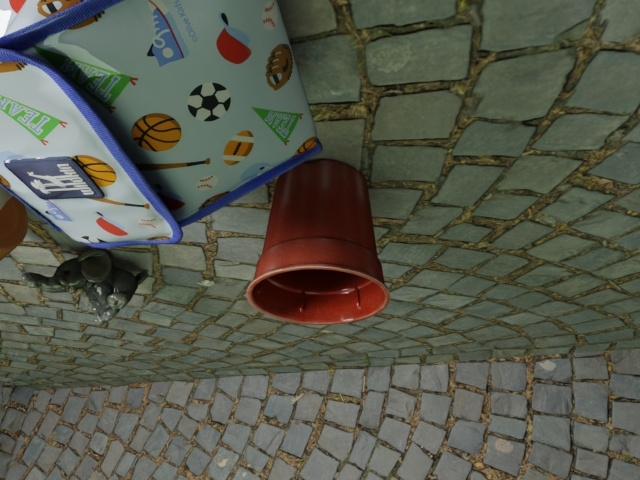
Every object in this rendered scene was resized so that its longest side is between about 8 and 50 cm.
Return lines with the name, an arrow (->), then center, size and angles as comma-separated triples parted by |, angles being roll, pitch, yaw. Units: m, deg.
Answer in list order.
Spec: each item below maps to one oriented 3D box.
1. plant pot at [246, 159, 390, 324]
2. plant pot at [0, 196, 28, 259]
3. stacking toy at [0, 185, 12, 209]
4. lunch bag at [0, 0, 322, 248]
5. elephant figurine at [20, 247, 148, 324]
plant pot -> 0.000, 0.000, 0.944 | 0.272, 0.265, 0.272 | 1, 149, 1
plant pot -> -0.753, -0.035, 0.938 | 0.203, 0.291, 0.291 | -22, 145, 8
stacking toy -> -0.649, -0.246, 0.609 | 0.480, 0.351, 0.350 | 29, 144, -8
lunch bag -> -0.224, -0.172, 0.564 | 0.385, 0.239, 0.328 | -28, 146, -6
elephant figurine -> -0.637, 0.101, 1.275 | 0.169, 0.186, 0.239 | -42, 108, 5
